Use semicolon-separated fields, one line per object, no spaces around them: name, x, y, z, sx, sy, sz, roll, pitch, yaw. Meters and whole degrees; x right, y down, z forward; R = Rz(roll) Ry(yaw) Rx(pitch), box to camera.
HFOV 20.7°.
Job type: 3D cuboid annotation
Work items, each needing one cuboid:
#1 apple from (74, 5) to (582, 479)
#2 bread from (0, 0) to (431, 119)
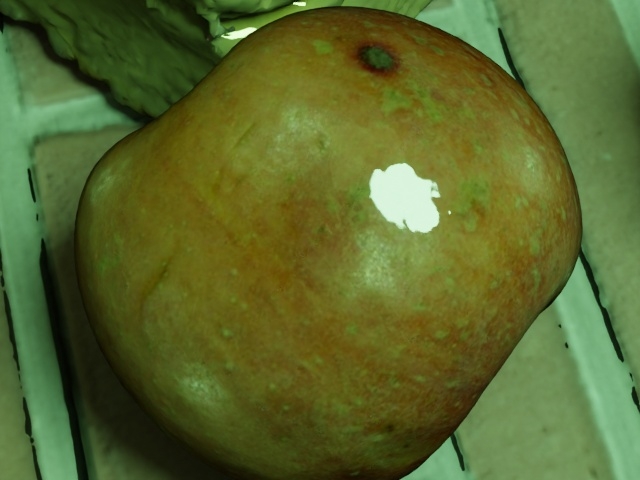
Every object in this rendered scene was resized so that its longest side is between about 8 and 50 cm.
apple;0.000;0.000;0.895;0.254;0.253;0.253;1;61;-2
bread;-0.066;-0.302;1.049;0.371;0.279;0.390;37;64;14
